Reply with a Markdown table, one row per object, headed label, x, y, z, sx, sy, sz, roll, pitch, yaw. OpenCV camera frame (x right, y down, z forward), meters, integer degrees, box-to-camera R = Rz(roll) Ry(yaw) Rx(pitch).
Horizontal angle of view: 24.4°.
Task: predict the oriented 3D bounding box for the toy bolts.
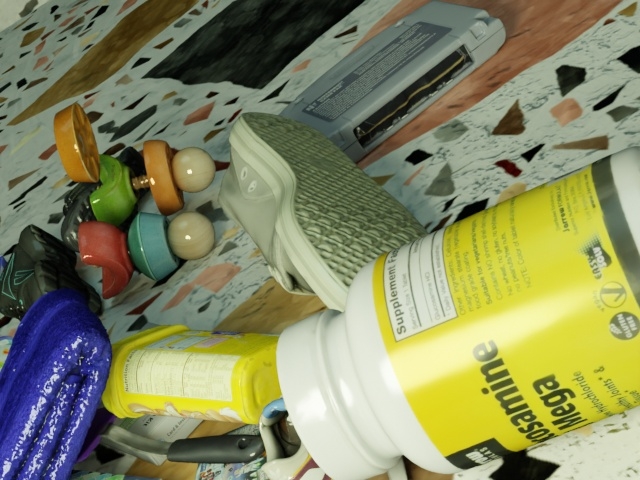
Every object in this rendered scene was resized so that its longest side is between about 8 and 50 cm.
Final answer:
| label | x | y | z | sx | sy | sz | roll | pitch | yaw |
| --- | --- | --- | --- | --- | --- | --- | --- | --- | --- |
| toy bolts | -0.218 | -0.062 | 1.833 | 0.159 | 0.218 | 0.228 | -14 | 53 | 6 |

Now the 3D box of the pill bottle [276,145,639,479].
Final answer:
| label | x | y | z | sx | sy | sz | roll | pitch | yaw |
| --- | --- | --- | --- | --- | --- | --- | --- | --- | --- |
| pill bottle | 0.142 | 0.072 | 1.176 | 0.334 | 0.188 | 0.188 | -25 | 27 | 19 |

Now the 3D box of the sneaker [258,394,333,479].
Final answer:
| label | x | y | z | sx | sy | sz | roll | pitch | yaw |
| --- | --- | --- | --- | --- | --- | --- | --- | --- | --- |
| sneaker | -0.009 | 0.147 | 1.303 | 0.069 | 0.084 | 0.185 | -36 | 31 | 29 |

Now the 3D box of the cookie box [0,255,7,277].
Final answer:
| label | x | y | z | sx | sy | sz | roll | pitch | yaw |
| --- | --- | --- | --- | --- | --- | --- | --- | --- | --- |
| cookie box | -0.474 | 0.080 | 2.040 | 0.107 | 0.040 | 0.092 | -30 | 25 | 7 |

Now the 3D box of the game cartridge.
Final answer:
| label | x | y | z | sx | sy | sz | roll | pitch | yaw |
| --- | --- | --- | --- | --- | --- | --- | --- | --- | --- |
| game cartridge | 0.077 | -0.199 | 1.887 | 0.294 | 0.060 | 0.196 | -38 | 29 | -10 |

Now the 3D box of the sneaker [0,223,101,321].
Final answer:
| label | x | y | z | sx | sy | sz | roll | pitch | yaw |
| --- | --- | --- | --- | --- | --- | --- | --- | --- | --- |
| sneaker | -0.351 | 0.072 | 1.883 | 0.106 | 0.101 | 0.267 | -53 | 24 | 5 |

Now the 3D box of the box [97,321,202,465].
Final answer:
| label | x | y | z | sx | sy | sz | roll | pitch | yaw |
| --- | --- | --- | --- | --- | --- | --- | --- | --- | --- |
| box | -0.176 | 0.158 | 1.565 | 0.145 | 0.038 | 0.186 | -46 | 29 | -23 |

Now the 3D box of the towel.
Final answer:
| label | x | y | z | sx | sy | sz | roll | pitch | yaw |
| --- | --- | --- | --- | --- | --- | --- | --- | --- | --- |
| towel | -0.282 | 0.163 | 1.433 | 0.227 | 0.076 | 0.308 | -69 | 16 | -1 |

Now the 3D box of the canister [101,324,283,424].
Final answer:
| label | x | y | z | sx | sy | sz | roll | pitch | yaw |
| --- | --- | --- | --- | --- | --- | --- | --- | --- | --- |
| canister | -0.105 | 0.126 | 1.401 | 0.170 | 0.073 | 0.126 | 0 | 11 | 35 |

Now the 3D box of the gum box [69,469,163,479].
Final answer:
| label | x | y | z | sx | sy | sz | roll | pitch | yaw |
| --- | --- | --- | --- | --- | --- | --- | --- | --- | --- |
| gum box | -0.240 | 0.297 | 1.388 | 0.157 | 0.041 | 0.184 | -5 | 38 | 47 |

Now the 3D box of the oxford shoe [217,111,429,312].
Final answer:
| label | x | y | z | sx | sy | sz | roll | pitch | yaw |
| --- | --- | --- | --- | --- | --- | --- | --- | --- | --- |
| oxford shoe | 0.000 | 0.000 | 1.555 | 0.449 | 0.169 | 0.130 | 51 | 126 | 57 |

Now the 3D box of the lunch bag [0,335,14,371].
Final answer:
| label | x | y | z | sx | sy | sz | roll | pitch | yaw |
| --- | --- | --- | --- | --- | --- | --- | --- | --- | --- |
| lunch bag | -0.372 | 0.180 | 1.698 | 0.151 | 0.096 | 0.129 | -10 | 29 | 14 |

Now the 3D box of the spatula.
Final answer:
| label | x | y | z | sx | sy | sz | roll | pitch | yaw |
| --- | --- | --- | --- | --- | --- | --- | --- | --- | --- |
| spatula | -0.161 | 0.193 | 1.419 | 0.296 | 0.030 | 0.084 | -2 | 40 | 39 |

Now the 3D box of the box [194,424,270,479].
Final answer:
| label | x | y | z | sx | sy | sz | roll | pitch | yaw |
| --- | --- | --- | --- | --- | --- | --- | --- | --- | --- |
| box | -0.071 | 0.219 | 1.348 | 0.094 | 0.027 | 0.137 | -24 | 27 | 17 |

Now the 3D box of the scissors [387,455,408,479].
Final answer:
| label | x | y | z | sx | sy | sz | roll | pitch | yaw |
| --- | --- | --- | --- | --- | --- | --- | --- | --- | --- |
| scissors | 0.058 | 0.151 | 1.327 | 0.109 | 0.021 | 0.297 | -36 | 25 | -7 |

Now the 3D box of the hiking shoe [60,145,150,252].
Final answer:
| label | x | y | z | sx | sy | sz | roll | pitch | yaw |
| --- | --- | --- | --- | --- | --- | --- | --- | --- | --- |
| hiking shoe | -0.307 | -0.037 | 2.028 | 0.114 | 0.086 | 0.227 | -31 | 16 | 30 |
